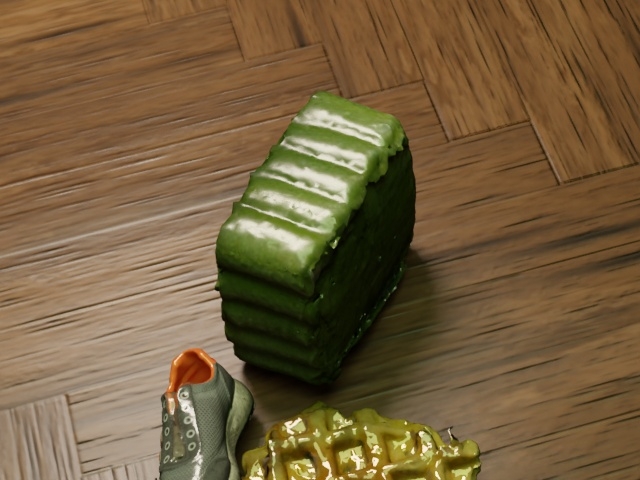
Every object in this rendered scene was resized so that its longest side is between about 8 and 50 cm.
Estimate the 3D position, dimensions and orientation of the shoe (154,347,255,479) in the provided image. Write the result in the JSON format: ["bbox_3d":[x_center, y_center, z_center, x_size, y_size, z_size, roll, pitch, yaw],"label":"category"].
[{"bbox_3d":[-0.107,0.162,1.261,0.074,0.077,0.194,-24,24,20],"label":"shoe"}]

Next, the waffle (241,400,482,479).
[{"bbox_3d":[0.033,0.264,1.232,0.281,0.058,0.301,-33,60,-16],"label":"waffle"}]

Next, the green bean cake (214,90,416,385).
[{"bbox_3d":[0.000,0.000,1.335,0.113,0.200,0.214,21,59,19],"label":"green bean cake"}]
